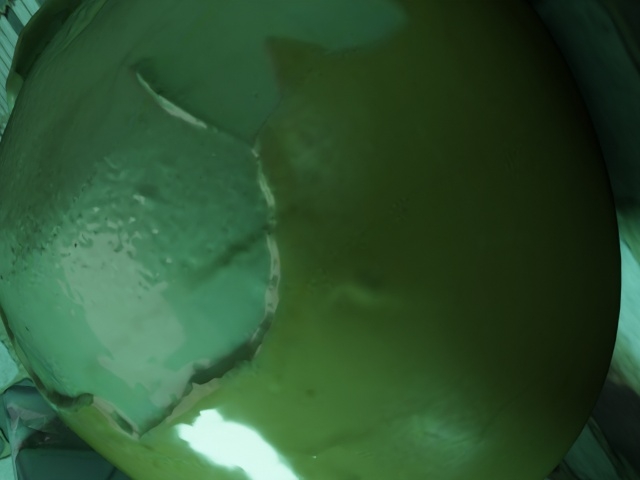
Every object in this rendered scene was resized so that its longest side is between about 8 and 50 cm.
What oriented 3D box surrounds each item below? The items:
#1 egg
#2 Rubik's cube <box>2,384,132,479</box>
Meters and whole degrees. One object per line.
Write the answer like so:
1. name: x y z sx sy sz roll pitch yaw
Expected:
1. egg: 0.000 0.000 0.553 0.244 0.201 0.201 48 174 -34
2. Rubik's cube: -0.084 0.252 1.288 0.368 0.358 0.387 -63 -26 -63
